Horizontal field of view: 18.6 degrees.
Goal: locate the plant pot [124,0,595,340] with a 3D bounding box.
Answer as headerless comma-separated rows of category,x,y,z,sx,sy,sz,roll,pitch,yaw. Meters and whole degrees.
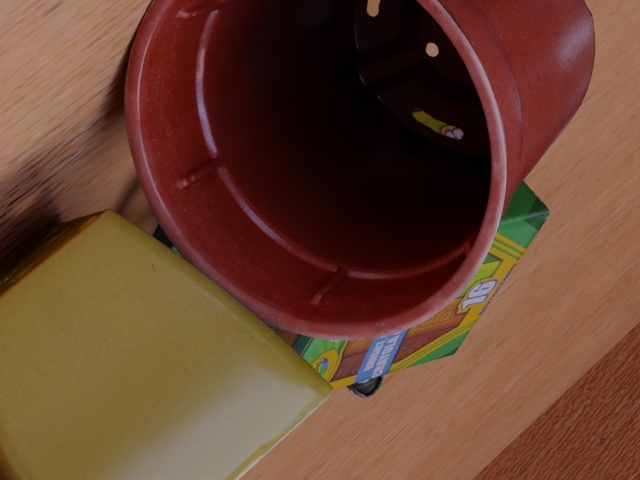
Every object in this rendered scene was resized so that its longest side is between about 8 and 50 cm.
plant pot,0.052,-0.107,1.342,0.265,0.272,0.272,-37,163,-55

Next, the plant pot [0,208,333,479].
plant pot,-0.156,0.097,1.330,0.212,0.187,0.212,-41,-170,-18

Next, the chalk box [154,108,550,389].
chalk box,0.000,0.000,1.534,0.289,0.179,0.180,-15,146,-44

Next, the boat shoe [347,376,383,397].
boat shoe,0.042,0.123,2.186,0.078,0.070,0.219,-44,164,-8
